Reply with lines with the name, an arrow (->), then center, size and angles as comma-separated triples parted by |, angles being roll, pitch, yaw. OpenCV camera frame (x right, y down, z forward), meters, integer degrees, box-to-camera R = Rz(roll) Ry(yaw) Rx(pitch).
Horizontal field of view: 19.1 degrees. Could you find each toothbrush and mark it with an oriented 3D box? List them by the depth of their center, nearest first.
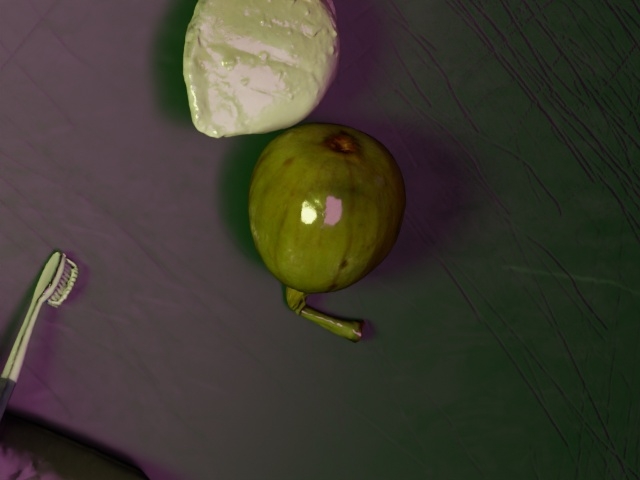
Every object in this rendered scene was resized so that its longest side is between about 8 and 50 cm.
toothbrush -> -0.270, 0.138, 1.594 | 0.026, 0.024, 0.288 | 34, 64, -25

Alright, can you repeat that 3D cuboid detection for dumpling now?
dumpling -> -0.055, -0.170, 1.629 | 0.176, 0.092, 0.150 | -33, 106, -9

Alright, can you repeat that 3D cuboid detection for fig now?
fig -> -0.003, -0.015, 1.661 | 0.148, 0.186, 0.142 | 0, 53, -35

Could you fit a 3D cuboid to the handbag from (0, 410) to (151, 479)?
handbag -> -0.275, 0.276, 1.632 | 0.223, 0.080, 0.246 | 26, 89, -17
